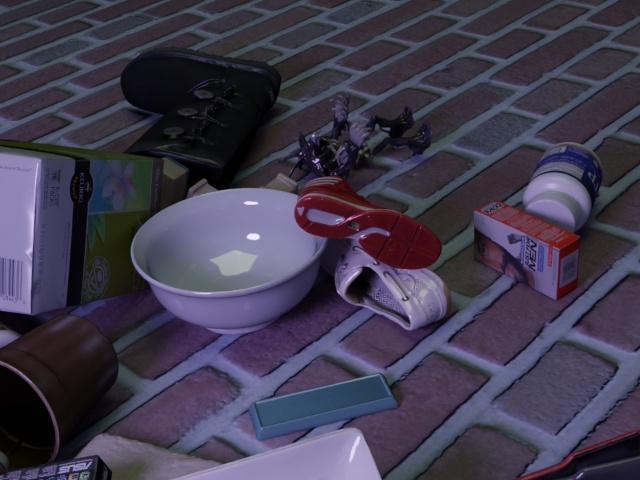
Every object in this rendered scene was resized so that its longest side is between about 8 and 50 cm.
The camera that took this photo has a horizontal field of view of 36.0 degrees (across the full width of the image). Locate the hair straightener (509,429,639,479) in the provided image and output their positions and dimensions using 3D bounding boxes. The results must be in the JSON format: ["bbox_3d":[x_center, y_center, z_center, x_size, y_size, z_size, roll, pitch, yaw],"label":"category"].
[{"bbox_3d":[0.282,0.281,1.115,0.230,0.047,0.089,-12,32,-10],"label":"hair straightener"}]

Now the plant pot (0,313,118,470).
[{"bbox_3d":[-0.359,0.185,1.280,0.167,0.167,0.165,8,27,21],"label":"plant pot"}]

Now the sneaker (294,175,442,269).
[{"bbox_3d":[0.073,-0.042,1.441,0.221,0.087,0.128,23,28,-10],"label":"sneaker"}]

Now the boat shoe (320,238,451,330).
[{"bbox_3d":[0.064,0.051,1.478,0.096,0.098,0.277,-28,39,-34],"label":"boat shoe"}]

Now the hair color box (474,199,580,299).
[{"bbox_3d":[0.312,0.012,1.506,0.053,0.093,0.167,-26,36,-30],"label":"hair color box"}]

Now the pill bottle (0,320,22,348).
[{"bbox_3d":[-0.508,0.149,1.391,0.215,0.117,0.117,22,41,38],"label":"pill bottle"}]

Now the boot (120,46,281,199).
[{"bbox_3d":[-0.302,-0.228,1.971,0.367,0.146,0.445,1,36,15],"label":"boot"}]

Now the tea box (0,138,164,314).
[{"bbox_3d":[-0.459,-0.036,1.484,0.329,0.220,0.323,8,8,22],"label":"tea box"}]

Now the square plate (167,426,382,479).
[{"bbox_3d":[-0.063,0.375,0.917,0.344,0.049,0.347,-13,56,-16],"label":"square plate"}]

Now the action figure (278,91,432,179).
[{"bbox_3d":[0.058,-0.195,1.843,0.276,0.141,0.164,-15,44,-17],"label":"action figure"}]

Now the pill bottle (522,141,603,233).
[{"bbox_3d":[0.393,-0.074,1.615,0.112,0.112,0.186,9,35,22],"label":"pill bottle"}]

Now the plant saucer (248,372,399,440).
[{"bbox_3d":[0.003,0.215,1.298,0.192,0.018,0.067,-11,32,-10],"label":"plant saucer"}]

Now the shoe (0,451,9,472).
[{"bbox_3d":[-0.468,0.304,1.188,0.178,0.063,0.081,-10,33,4],"label":"shoe"}]

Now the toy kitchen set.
[{"bbox_3d":[-0.172,-0.072,1.735,0.207,0.122,0.166,32,43,17],"label":"toy kitchen set"}]

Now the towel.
[{"bbox_3d":[-0.195,0.317,1.136,0.282,0.049,0.187,9,33,25],"label":"towel"}]

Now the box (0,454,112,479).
[{"bbox_3d":[-0.330,0.333,1.066,0.191,0.045,0.184,-13,46,9],"label":"box"}]

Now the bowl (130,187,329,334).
[{"bbox_3d":[-0.126,0.047,1.481,0.298,0.134,0.298,-5,31,3],"label":"bowl"}]
